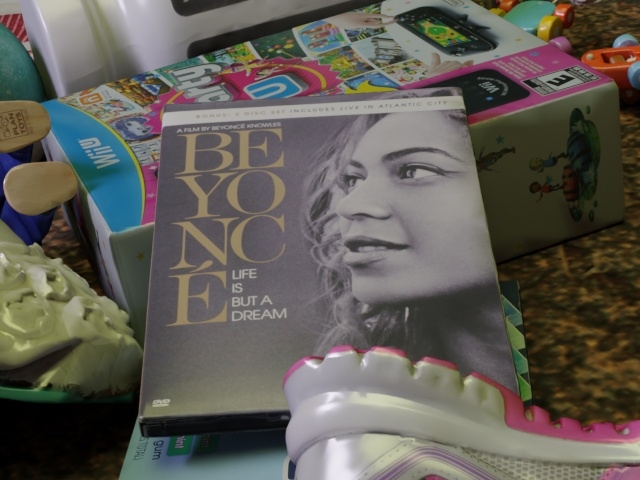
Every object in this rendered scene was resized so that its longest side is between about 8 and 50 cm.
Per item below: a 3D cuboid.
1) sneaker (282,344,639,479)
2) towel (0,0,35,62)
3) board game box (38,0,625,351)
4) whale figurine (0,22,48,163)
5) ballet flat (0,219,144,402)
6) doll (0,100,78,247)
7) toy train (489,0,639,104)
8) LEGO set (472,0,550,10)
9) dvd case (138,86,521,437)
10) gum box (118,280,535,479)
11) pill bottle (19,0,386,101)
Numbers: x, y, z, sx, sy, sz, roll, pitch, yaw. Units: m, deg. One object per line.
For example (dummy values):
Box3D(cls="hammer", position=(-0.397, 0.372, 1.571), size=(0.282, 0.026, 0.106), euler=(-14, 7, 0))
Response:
Box3D(cls="sneaker", position=(0.100, 0.120, 0.471), size=(0.252, 0.103, 0.111), euler=(10, 70, 8))
Box3D(cls="towel", position=(-0.331, -0.218, 1.279), size=(0.237, 0.037, 0.329), euler=(-7, 29, 4))
Box3D(cls="board game box", position=(-0.002, -0.051, 0.809), size=(0.303, 0.098, 0.224), euler=(-19, 30, -15))
Box3D(cls="whale figurine", position=(-0.323, -0.078, 0.907), size=(0.272, 0.141, 0.216), euler=(-32, 36, -30))
Box3D(cls="ballet flat", position=(-0.281, 0.010, 0.706), size=(0.408, 0.147, 0.147), euler=(3, 30, 22))
Box3D(cls="doll", position=(-0.191, -0.027, 0.781), size=(0.046, 0.129, 0.189), euler=(-22, -7, -26))
Box3D(cls="toy train", position=(0.186, -0.137, 0.965), size=(0.125, 0.046, 0.166), euler=(-9, 31, -1))
Box3D(cls="LEGO set", position=(0.122, -0.275, 1.142), size=(0.107, 0.132, 0.287), euler=(-12, 50, -16))
Box3D(cls="dvd case", position=(0.000, 0.000, 0.635), size=(0.164, 0.018, 0.221), euler=(-3, 43, 0))
Box3D(cls="gum box", position=(0.008, 0.083, 0.614), size=(0.184, 0.041, 0.157), euler=(-6, 29, 7))
Box3D(cls="pill bottle", position=(-0.071, -0.168, 0.972), size=(0.278, 0.162, 0.162), euler=(-17, 29, -15))
